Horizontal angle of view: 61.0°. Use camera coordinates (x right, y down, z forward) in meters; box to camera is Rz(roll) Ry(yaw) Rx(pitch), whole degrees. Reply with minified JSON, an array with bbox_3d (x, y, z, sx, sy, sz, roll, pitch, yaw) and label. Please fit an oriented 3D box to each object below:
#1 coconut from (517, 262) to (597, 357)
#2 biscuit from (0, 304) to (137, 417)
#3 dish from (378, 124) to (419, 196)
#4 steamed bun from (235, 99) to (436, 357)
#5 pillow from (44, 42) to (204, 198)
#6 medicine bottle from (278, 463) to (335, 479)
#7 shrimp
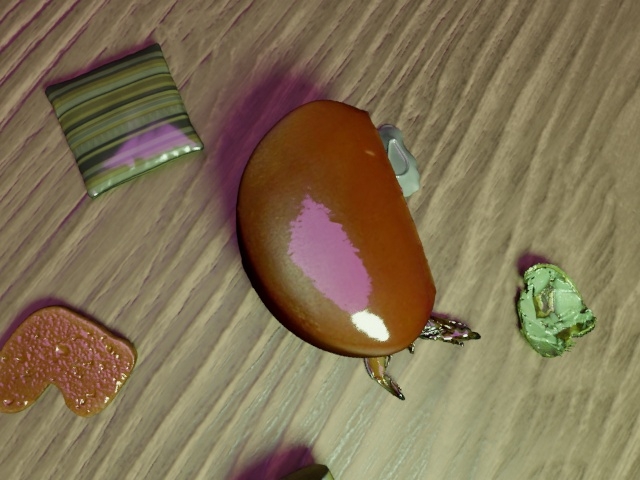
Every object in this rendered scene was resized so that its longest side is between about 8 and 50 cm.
[{"bbox_3d":[0.403,0.125,0.942,0.133,0.055,0.158,14,82,-5],"label":"coconut"},{"bbox_3d":[-0.408,0.207,0.856,0.192,0.036,0.186,30,82,-1],"label":"biscuit"},{"bbox_3d":[0.131,-0.144,0.962,0.091,0.039,0.137,-9,84,-7],"label":"dish"},{"bbox_3d":[0.000,0.000,0.827,0.248,0.235,0.380,-17,82,-8],"label":"steamed bun"},{"bbox_3d":[-0.330,-0.204,0.917,0.208,0.052,0.212,-24,83,-6],"label":"pillow"},{"bbox_3d":[0.015,0.516,0.794,0.151,0.151,0.323,-25,85,-9],"label":"medicine bottle"},{"bbox_3d":[0.168,0.197,0.915,0.195,0.035,0.148,7,78,2],"label":"shrimp"}]
